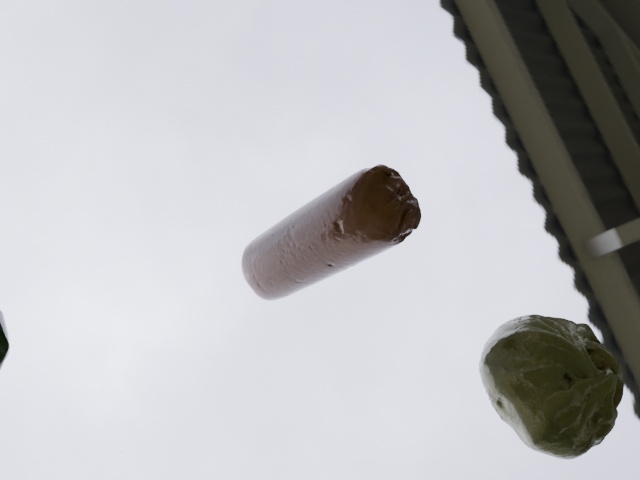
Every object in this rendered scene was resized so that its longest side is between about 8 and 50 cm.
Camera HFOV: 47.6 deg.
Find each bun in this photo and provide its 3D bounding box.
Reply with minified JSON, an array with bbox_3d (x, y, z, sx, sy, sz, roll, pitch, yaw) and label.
[{"bbox_3d":[0.346,0.196,1.041,0.231,0.133,0.231,20,-133,-23],"label":"bun"}]

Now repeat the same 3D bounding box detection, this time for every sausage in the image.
[{"bbox_3d":[0.000,-0.001,0.807,0.086,0.289,0.086,13,-114,-30],"label":"sausage"}]

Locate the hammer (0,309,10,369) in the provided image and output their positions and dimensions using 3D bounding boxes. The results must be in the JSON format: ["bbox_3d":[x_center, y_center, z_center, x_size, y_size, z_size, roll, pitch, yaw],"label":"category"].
[{"bbox_3d":[-0.283,-0.024,0.310,0.335,0.119,0.206,42,-151,-35],"label":"hammer"}]
